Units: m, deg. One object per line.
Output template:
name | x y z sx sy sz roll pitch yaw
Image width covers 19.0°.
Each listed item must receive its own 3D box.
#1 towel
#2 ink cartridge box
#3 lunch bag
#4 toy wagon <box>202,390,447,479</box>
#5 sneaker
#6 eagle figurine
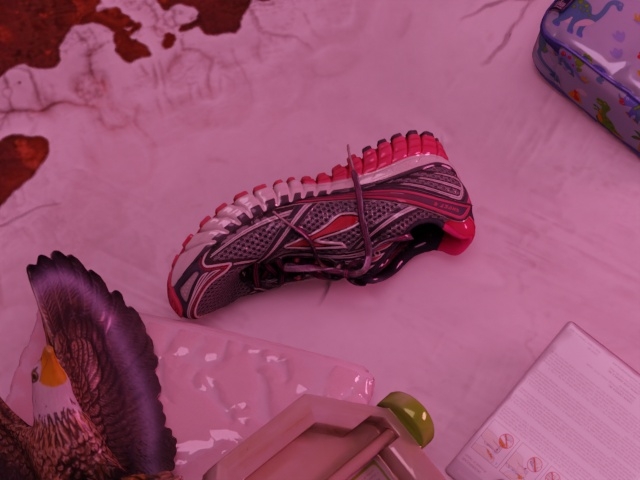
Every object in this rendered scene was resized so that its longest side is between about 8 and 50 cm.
towel | -0.143 0.228 1.682 0.317 0.053 0.331 13 64 8
ink cartridge box | 0.224 0.185 1.715 0.145 0.045 0.179 39 88 18
lunch bag | 0.330 -0.184 1.863 0.219 0.090 0.176 42 68 18
toy wagon | 0.050 0.297 1.596 0.267 0.068 0.344 -36 85 -33
sneaker | 0.000 0.000 1.757 0.299 0.121 0.112 -23 67 -11
eagle figurine | -0.225 0.164 1.611 0.298 0.226 0.225 43 113 51
